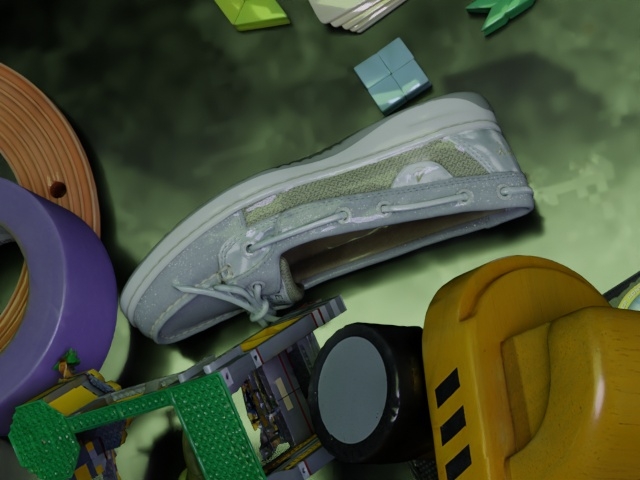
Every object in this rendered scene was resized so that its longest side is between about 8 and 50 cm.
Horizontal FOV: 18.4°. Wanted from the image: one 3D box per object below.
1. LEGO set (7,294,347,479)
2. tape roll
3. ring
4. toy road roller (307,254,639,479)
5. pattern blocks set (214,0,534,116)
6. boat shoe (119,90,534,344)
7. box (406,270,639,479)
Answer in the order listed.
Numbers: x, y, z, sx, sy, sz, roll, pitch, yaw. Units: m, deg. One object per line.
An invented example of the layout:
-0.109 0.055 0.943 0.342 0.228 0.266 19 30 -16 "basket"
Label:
-0.046 0.192 1.420 0.255 0.192 0.331 -30 90 36 "LEGO set"
-0.254 0.050 1.500 0.189 0.080 0.189 -7 73 24 "tape roll"
-0.337 0.004 1.605 0.336 0.032 0.337 -3 76 12 "ring"
0.147 0.170 1.251 0.240 0.202 0.330 -28 63 46 "toy road roller"
0.031 -0.274 1.591 0.285 0.026 0.325 -43 73 0 "pattern blocks set"
0.002 0.000 1.491 0.320 0.118 0.103 -26 69 -2 "boat shoe"
0.219 0.160 1.434 0.270 0.060 0.216 -32 73 3 "box"
